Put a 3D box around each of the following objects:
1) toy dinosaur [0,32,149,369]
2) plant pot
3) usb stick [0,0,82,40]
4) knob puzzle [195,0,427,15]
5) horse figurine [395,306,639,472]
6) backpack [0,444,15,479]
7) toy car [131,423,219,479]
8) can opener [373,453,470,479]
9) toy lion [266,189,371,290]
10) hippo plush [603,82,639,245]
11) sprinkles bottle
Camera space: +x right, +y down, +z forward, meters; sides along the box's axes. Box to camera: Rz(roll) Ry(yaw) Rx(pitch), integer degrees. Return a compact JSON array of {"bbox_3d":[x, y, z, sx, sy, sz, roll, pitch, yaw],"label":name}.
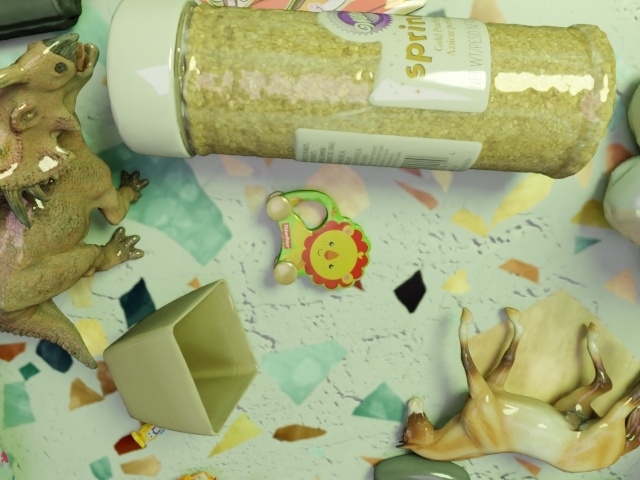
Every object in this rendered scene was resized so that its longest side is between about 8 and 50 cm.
[{"bbox_3d":[-0.233,-0.013,0.402,0.127,0.200,0.296,11,105,-1],"label":"toy dinosaur"},{"bbox_3d":[-0.136,0.113,0.486,0.096,0.109,0.109,-13,104,18],"label":"plant pot"},{"bbox_3d":[-0.343,-0.202,0.436,0.277,0.045,0.077,-7,105,4],"label":"usb stick"},{"bbox_3d":[-0.029,-0.243,0.423,0.213,0.030,0.213,0,105,2],"label":"knob puzzle"},{"bbox_3d":[0.220,0.161,0.503,0.263,0.066,0.175,9,99,2],"label":"horse figurine"},{"bbox_3d":[-0.440,0.232,0.490,0.225,0.191,0.254,-12,109,4],"label":"backpack"},{"bbox_3d":[-0.146,0.244,0.544,0.040,0.060,0.122,-37,110,-22],"label":"toy car"},{"bbox_3d":[0.196,0.281,0.529,0.280,0.074,0.093,1,104,2],"label":"can opener"},{"bbox_3d":[0.000,0.000,0.487,0.096,0.034,0.100,-7,104,-3],"label":"toy lion"},{"bbox_3d":[0.392,-0.035,0.355,0.294,0.236,0.235,-10,104,5],"label":"hippo plush"},{"bbox_3d":[0.029,-0.117,0.402,0.355,0.121,0.121,3,105,-1],"label":"sprinkles bottle"}]
